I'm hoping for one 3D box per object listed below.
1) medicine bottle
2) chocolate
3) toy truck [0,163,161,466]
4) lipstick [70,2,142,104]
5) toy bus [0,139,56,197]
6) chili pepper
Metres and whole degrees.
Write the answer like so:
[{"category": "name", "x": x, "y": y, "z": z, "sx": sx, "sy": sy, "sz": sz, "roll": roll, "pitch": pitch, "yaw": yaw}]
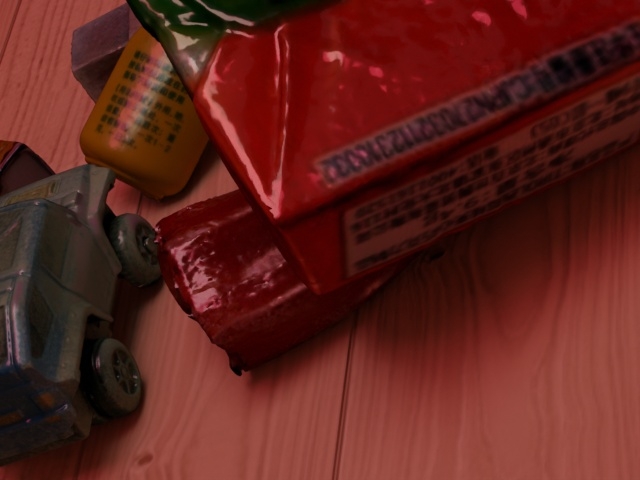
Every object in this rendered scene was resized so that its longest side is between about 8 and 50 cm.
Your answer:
[{"category": "medicine bottle", "x": -0.113, "y": -0.190, "z": 1.821, "sx": 0.111, "sy": 0.076, "sz": 0.309, "roll": 27, "pitch": 87, "yaw": 8}, {"category": "chocolate", "x": 0.055, "y": -0.163, "z": 1.535, "sx": 0.360, "sy": 0.161, "sz": 0.341, "roll": -25, "pitch": 57, "yaw": -9}, {"category": "toy truck", "x": -0.239, "y": 0.057, "z": 1.664, "sx": 0.155, "sy": 0.156, "sz": 0.278, "roll": -19, "pitch": 41, "yaw": 22}, {"category": "lipstick", "x": -0.065, "y": -0.238, "z": 1.912, "sx": 0.371, "sy": 0.079, "sz": 0.076, "roll": -24, "pitch": 38, "yaw": 15}, {"category": "toy bus", "x": -0.356, "y": 0.030, "z": 1.843, "sx": 0.112, "sy": 0.090, "sz": 0.274, "roll": 13, "pitch": 58, "yaw": 50}, {"category": "chili pepper", "x": 0.000, "y": 0.000, "z": 1.581, "sx": 0.253, "sy": 0.136, "sz": 0.144, "roll": -26, "pitch": 10, "yaw": 2}]
